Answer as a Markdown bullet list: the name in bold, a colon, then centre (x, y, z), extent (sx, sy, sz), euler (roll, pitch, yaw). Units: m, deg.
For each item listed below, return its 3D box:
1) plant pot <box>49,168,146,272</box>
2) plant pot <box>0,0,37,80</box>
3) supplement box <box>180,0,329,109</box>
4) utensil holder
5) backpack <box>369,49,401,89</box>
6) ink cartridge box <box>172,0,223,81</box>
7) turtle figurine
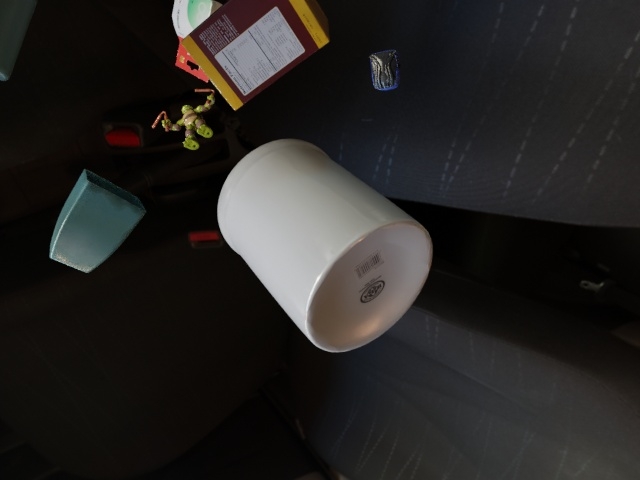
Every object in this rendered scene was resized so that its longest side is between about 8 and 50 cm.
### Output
- **plant pot**: centre (-0.637, -0.045, 1.146), extent (0.165, 0.165, 0.234), euler (34, 90, -37)
- **plant pot**: centre (-0.424, -0.371, 0.408), extent (0.340, 0.341, 0.335), euler (13, 91, -38)
- **supplement box**: centre (-0.100, -0.356, 0.697), extent (0.194, 0.191, 0.129), euler (-28, 122, 19)
- **utensil holder**: centre (0.000, 0.000, 0.898), extent (0.327, 0.385, 0.328), euler (-21, 132, -25)
- **backpack**: centre (0.232, -0.584, 1.424), extent (0.101, 0.097, 0.120), euler (-28, 114, -59)
- **ink cartridge box**: centre (-0.392, -0.630, 1.261), extent (0.056, 0.181, 0.225), euler (-11, 129, -53)
- **turtle figurine**: centre (-0.477, -0.426, 1.499), extent (0.269, 0.218, 0.087), euler (-28, 146, 1)
